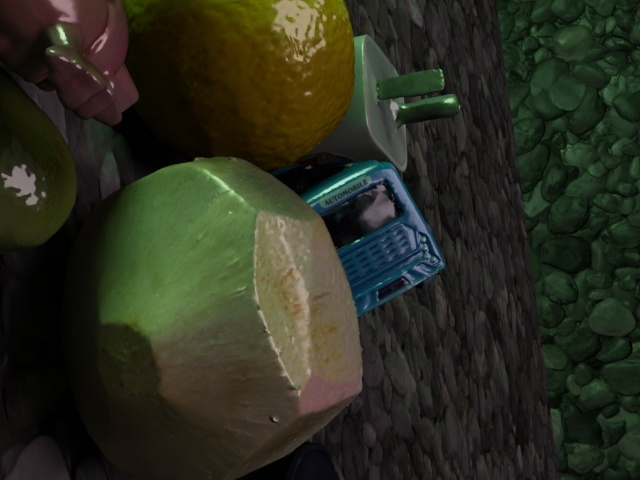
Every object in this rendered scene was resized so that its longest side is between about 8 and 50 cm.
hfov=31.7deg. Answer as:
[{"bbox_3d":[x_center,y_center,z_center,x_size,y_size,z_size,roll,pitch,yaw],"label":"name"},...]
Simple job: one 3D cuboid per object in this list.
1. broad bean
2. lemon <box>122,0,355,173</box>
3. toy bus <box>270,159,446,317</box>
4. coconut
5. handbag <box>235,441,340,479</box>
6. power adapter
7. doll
[{"bbox_3d":[-0.209,-0.059,0.658,0.174,0.082,0.124,49,30,-54],"label":"broad bean"},{"bbox_3d":[-0.068,-0.157,0.917,0.192,0.192,0.231,-67,144,-54],"label":"lemon"},{"bbox_3d":[0.000,0.000,0.990,0.134,0.113,0.246,65,-16,-11],"label":"toy bus"},{"bbox_3d":[-0.083,0.057,0.785,0.237,0.197,0.237,-3,90,-66],"label":"coconut"},{"bbox_3d":[-0.025,0.359,0.936,0.326,0.118,0.269,-74,149,-44],"label":"handbag"},{"bbox_3d":[0.041,-0.136,1.178,0.130,0.204,0.125,37,48,-59],"label":"power adapter"},{"bbox_3d":[-0.179,-0.155,0.675,0.262,0.093,0.211,54,5,35],"label":"doll"}]
